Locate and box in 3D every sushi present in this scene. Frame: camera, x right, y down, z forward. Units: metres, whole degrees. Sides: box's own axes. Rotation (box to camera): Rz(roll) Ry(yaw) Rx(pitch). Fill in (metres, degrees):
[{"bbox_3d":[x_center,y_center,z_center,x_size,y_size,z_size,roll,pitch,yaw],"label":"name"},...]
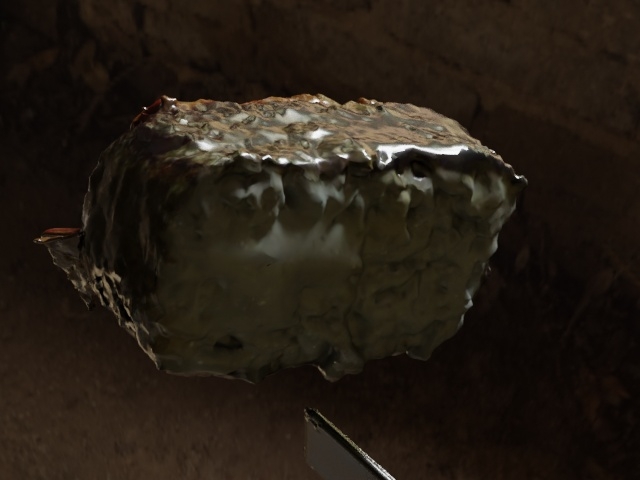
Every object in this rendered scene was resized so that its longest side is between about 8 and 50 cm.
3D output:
[{"bbox_3d":[-0.028,-0.005,0.928,0.343,0.196,0.182,-4,20,-30],"label":"sushi"}]

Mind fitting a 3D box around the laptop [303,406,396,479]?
[{"bbox_3d":[0.052,0.211,1.012,0.180,0.129,0.016,41,68,19],"label":"laptop"}]
